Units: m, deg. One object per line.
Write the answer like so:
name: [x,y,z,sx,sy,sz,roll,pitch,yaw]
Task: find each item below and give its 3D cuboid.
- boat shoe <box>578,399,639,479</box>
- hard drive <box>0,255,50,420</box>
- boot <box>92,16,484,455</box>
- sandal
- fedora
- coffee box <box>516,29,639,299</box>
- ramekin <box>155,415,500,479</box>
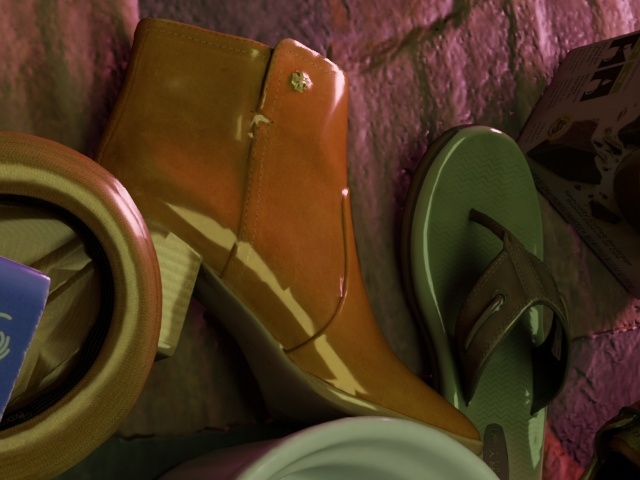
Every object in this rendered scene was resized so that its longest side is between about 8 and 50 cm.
boat shoe: [0.243,0.154,1.034,0.104,0.111,0.307,33,86,-29]
hard drive: [-0.280,0.061,0.622,0.319,0.040,0.210,25,83,-41]
boot: [-0.001,0.000,0.923,0.295,0.104,0.211,24,69,-28]
sandal: [0.126,0.072,1.021,0.120,0.086,0.302,0,83,-38]
fedora: [-0.178,0.036,0.787,0.194,0.079,0.194,-1,93,-23]
coffee box: [0.303,-0.066,1.045,0.168,0.297,0.119,45,59,-23]
ramekin: [-0.008,0.239,0.861,0.277,0.135,0.277,6,79,-36]
